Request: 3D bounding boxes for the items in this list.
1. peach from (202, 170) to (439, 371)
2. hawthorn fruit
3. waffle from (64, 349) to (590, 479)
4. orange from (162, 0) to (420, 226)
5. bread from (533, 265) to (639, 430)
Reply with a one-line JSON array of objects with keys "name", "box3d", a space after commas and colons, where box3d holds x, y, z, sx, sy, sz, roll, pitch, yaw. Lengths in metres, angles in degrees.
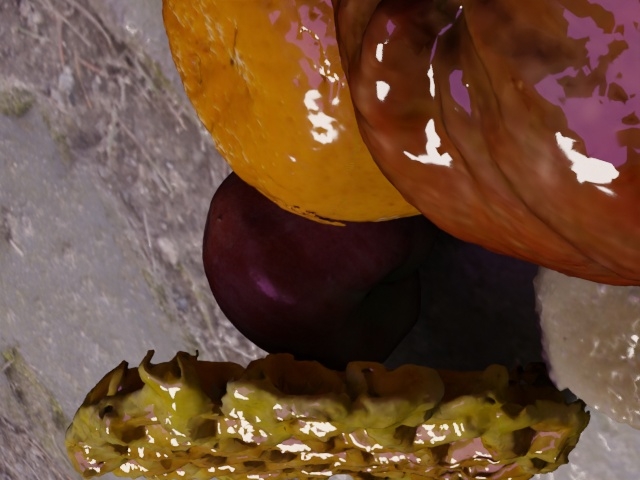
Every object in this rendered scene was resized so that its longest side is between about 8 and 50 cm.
[{"name": "peach", "box3d": [0.000, 0.000, 0.789, 0.152, 0.152, 0.152, 25, 132, 32]}, {"name": "hawthorn fruit", "box3d": [0.128, -0.098, 0.419, 0.262, 0.258, 0.258, 11, 138, -12]}, {"name": "waffle", "box3d": [0.000, 0.117, 0.767, 0.325, 0.302, 0.068, 143, 131, -68]}, {"name": "orange", "box3d": [0.020, -0.117, 0.627, 0.219, 0.193, 0.219, 17, 109, 61]}, {"name": "bread", "box3d": [0.253, 0.049, 0.569, 0.337, 0.102, 0.183, 29, 130, 35]}]
